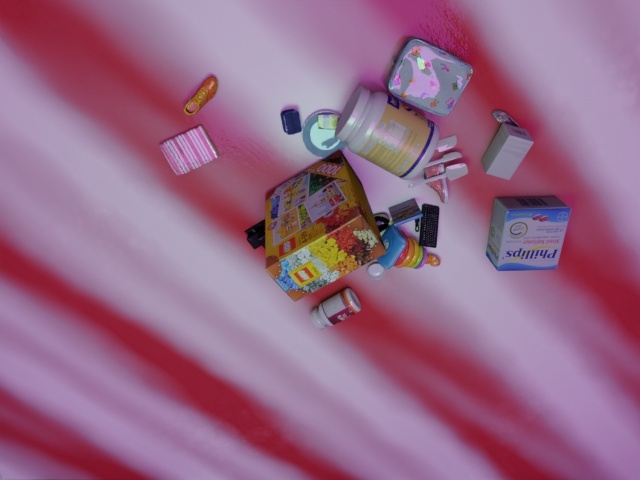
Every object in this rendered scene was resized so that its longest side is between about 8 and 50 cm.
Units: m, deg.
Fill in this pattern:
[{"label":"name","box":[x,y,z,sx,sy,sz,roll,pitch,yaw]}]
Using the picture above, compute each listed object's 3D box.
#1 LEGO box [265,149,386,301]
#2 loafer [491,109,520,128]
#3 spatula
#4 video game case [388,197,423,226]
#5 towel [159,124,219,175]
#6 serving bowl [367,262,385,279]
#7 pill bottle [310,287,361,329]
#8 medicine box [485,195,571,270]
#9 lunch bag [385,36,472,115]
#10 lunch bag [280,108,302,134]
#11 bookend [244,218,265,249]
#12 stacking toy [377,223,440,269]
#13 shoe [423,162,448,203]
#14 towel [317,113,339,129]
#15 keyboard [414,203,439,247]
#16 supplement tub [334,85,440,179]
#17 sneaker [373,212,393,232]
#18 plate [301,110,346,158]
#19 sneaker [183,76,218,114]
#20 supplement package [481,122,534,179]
[{"label":"LEGO box","box":[-0.005,-0.072,1.700,0.372,0.500,0.193,-29,123,13]},{"label":"loafer","box":[0.723,-0.467,1.773,0.125,0.039,0.045,26,115,-14]},{"label":"spatula","box":[0.449,-0.304,1.826,0.241,0.019,0.168,-18,90,8]},{"label":"video game case","box":[0.346,-0.117,1.877,0.119,0.166,0.015,-21,116,10]},{"label":"towel","box":[-0.522,-0.358,1.821,0.196,0.029,0.144,-22,115,8]},{"label":"serving bowl","box":[0.254,0.136,2.085,0.083,0.027,0.084,0,117,0]},{"label":"pill bottle","box":[0.069,0.323,2.127,0.221,0.121,0.121,-32,113,15]},{"label":"medicine box","box":[0.873,-0.030,1.941,0.263,0.149,0.290,-2,117,0]},{"label":"lunch bag","box":[0.383,-0.591,1.667,0.278,0.108,0.224,21,118,-10]},{"label":"lunch bag","box":[-0.113,-0.452,1.756,0.067,0.065,0.099,-14,117,-11]},{"label":"bookend","box":[-0.247,-0.016,1.928,0.157,0.156,0.072,-29,115,14]},{"label":"stacking toy","box":[0.404,0.062,1.999,0.301,0.175,0.166,17,116,-25]},{"label":"shoe","box":[0.474,-0.230,1.883,0.081,0.063,0.178,-12,112,7]},{"label":"towel","box":[0.031,-0.457,1.758,0.083,0.009,0.060,0,118,0]},{"label":"keyboard","box":[0.449,-0.063,1.935,0.108,0.023,0.180,7,81,-6]},{"label":"supplement tub","box":[0.242,-0.396,1.691,0.331,0.241,0.241,26,114,-14]},{"label":"sneaker","box":[0.192,-0.050,1.949,0.234,0.097,0.084,-24,115,11]},{"label":"plate","box":[0.020,-0.416,1.798,0.187,0.024,0.188,0,117,0]},{"label":"sneaker","box":[-0.442,-0.534,1.707,0.064,0.067,0.175,37,110,-16]},{"label":"supplement package","box":[0.723,-0.345,1.778,0.105,0.105,0.179,13,131,-9]}]
